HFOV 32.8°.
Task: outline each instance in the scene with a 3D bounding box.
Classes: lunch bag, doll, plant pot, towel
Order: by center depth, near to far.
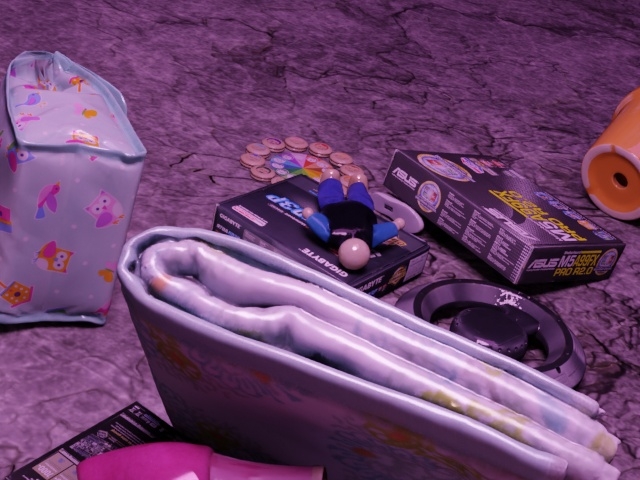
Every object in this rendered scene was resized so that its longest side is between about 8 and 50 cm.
[{"bbox_3d":[0.025,0.158,0.851,0.375,0.320,0.090,24,58,17],"label":"towel"},{"bbox_3d":[-0.299,-0.065,1.187,0.160,0.223,0.262,4,28,-27],"label":"lunch bag"},{"bbox_3d":[0.040,-0.026,1.330,0.129,0.046,0.189,9,30,-6],"label":"doll"},{"bbox_3d":[0.509,-0.127,1.679,0.188,0.205,0.205,-32,50,-32],"label":"plant pot"}]

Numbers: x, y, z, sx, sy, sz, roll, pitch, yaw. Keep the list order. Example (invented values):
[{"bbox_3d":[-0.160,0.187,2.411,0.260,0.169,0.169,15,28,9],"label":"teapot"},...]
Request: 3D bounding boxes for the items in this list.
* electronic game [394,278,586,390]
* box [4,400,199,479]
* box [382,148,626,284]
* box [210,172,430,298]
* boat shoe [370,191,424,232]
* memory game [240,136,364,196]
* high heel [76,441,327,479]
[{"bbox_3d":[0.193,0.113,1.254,0.229,0.048,0.229,9,29,-5],"label":"electronic game"},{"bbox_3d":[-0.141,0.232,0.877,0.180,0.077,0.147,29,34,25],"label":"box"},{"bbox_3d":[0.250,-0.037,1.494,0.216,0.060,0.270,0,30,-42],"label":"box"},{"bbox_3d":[0.000,0.000,1.370,0.220,0.051,0.175,31,34,28],"label":"box"},{"bbox_3d":[0.114,-0.042,1.509,0.035,0.035,0.100,-16,33,-37],"label":"boat shoe"},{"bbox_3d":[-0.024,-0.109,1.591,0.186,0.012,0.186,10,29,-5],"label":"memory game"},{"bbox_3d":[-0.101,0.307,0.683,0.181,0.127,0.377,2,49,7],"label":"high heel"}]
